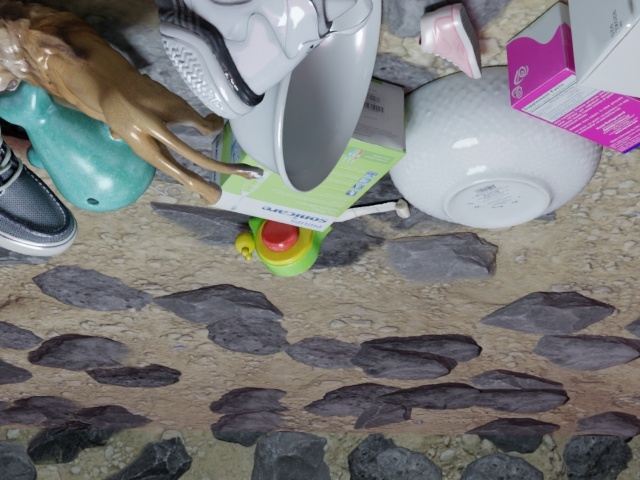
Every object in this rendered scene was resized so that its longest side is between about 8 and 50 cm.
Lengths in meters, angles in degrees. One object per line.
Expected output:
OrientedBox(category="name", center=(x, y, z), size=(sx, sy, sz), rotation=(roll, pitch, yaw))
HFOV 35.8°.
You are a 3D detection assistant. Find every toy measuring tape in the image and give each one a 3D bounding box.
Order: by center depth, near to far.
OrientedBox(category="toy measuring tape", center=(0.000, 0.000, 1.790), size=(0.330, 0.121, 0.121), rotation=(-7, 152, 15))

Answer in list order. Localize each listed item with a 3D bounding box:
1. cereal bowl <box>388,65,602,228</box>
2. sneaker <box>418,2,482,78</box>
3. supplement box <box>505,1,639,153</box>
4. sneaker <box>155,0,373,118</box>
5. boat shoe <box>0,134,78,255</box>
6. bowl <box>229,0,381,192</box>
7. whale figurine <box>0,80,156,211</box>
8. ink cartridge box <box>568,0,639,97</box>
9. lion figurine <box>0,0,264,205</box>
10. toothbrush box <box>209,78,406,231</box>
OrientedBox(category="cereal bowl", center=(0.267, -0.114, 1.529), size=(0.339, 0.141, 0.339), rotation=(1, 154, 0))
OrientedBox(category="sneaker", center=(0.173, -0.264, 1.335), size=(0.070, 0.051, 0.134), rotation=(-9, 148, 21))
OrientedBox(category="supplement box", center=(0.374, -0.217, 1.352), size=(0.220, 0.111, 0.114), rotation=(18, 149, -28))
OrientedBox(category="sneaker", center=(-0.104, -0.325, 1.009), size=(0.210, 0.365, 0.137), rotation=(-27, -172, 17))
OrientedBox(category="boat shoe", center=(-0.504, -0.112, 1.480), size=(0.341, 0.127, 0.158), rotation=(32, 142, -10))
OrientedBox(category="bowl", center=(-0.040, -0.218, 1.229), size=(0.134, 0.297, 0.298), rotation=(19, 157, 17))
OrientedBox(category="whale figurine", center=(-0.370, -0.138, 1.496), size=(0.216, 0.141, 0.272), rotation=(-15, 147, 29))
OrientedBox(category="ink cartridge box", center=(0.437, -0.275, 1.172), size=(0.233, 0.171, 0.168), rotation=(8, 152, -13))
OrientedBox(category="lion figurine", center=(-0.264, -0.189, 1.264), size=(0.392, 0.142, 0.240), rotation=(24, 173, 35))
OrientedBox(category="toothbrush box", center=(-0.027, -0.139, 1.507), size=(0.206, 0.122, 0.283), rotation=(12, 150, -22))
